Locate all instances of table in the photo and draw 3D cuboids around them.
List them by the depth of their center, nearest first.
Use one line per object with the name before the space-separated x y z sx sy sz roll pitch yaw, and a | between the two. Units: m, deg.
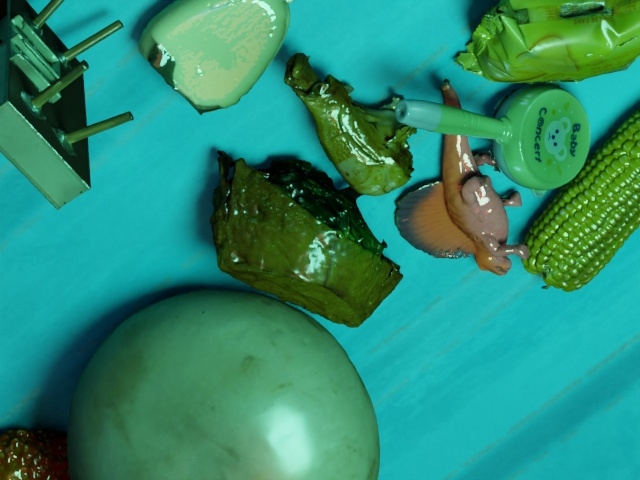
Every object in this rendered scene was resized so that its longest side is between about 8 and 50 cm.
table | -0.251 -0.161 1.543 0.111 0.240 0.121 -32 125 12

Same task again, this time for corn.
corn | 0.333 -0.053 1.819 0.101 0.101 0.310 25 118 -25

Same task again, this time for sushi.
sushi | 0.000 0.001 1.775 0.287 0.140 0.149 23 154 -24

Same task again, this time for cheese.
cheese | -0.062 -0.240 1.642 0.251 0.054 0.127 -38 122 14

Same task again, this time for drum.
drum | 0.187 -0.101 1.722 0.253 0.049 0.130 -12 102 -34

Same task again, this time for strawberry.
strawberry | -0.332 0.319 1.940 0.236 0.107 0.175 18 119 -22

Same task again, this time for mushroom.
mushroom | -0.109 0.229 1.852 0.362 0.294 0.362 2 101 8

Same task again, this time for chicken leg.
chicken leg | 0.037 -0.130 1.716 0.101 0.085 0.207 -34 126 13

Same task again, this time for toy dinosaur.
toy dinosaur | 0.138 -0.058 1.815 0.139 0.070 0.286 -13 127 25

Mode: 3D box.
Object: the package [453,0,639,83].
package | 0.259 -0.218 1.680 0.226 0.090 0.168 -6 167 -4
